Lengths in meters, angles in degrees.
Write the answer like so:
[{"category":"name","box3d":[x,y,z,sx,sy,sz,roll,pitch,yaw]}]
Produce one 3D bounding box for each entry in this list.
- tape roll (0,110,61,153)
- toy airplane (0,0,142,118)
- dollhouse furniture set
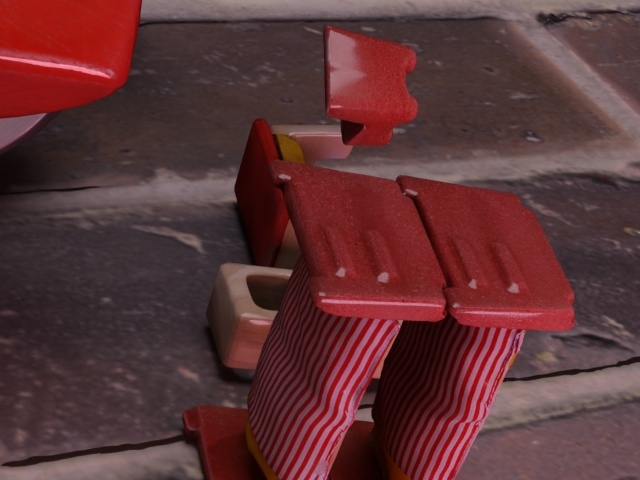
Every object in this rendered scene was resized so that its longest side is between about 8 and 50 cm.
[{"category":"tape roll","box3d":[-0.253,-0.156,1.208,0.219,0.219,0.072,18,1,-3]},{"category":"toy airplane","box3d":[-0.344,-0.135,1.030,0.386,0.272,0.384,-37,79,-14]},{"category":"dollhouse furniture set","box3d":[0.000,0.000,1.127,0.152,0.201,0.374,7,34,-20]}]
